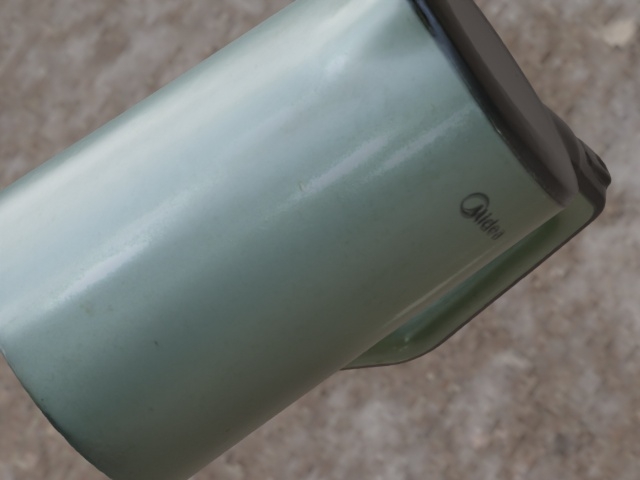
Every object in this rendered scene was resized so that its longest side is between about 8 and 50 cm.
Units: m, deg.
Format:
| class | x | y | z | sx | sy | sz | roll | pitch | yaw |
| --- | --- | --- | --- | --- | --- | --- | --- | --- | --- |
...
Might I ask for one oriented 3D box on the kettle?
| class | x | y | z | sx | sy | sz | roll | pitch | yaw |
| --- | --- | --- | --- | --- | --- | --- | --- | --- | --- |
| kettle | 0.000 | 0.000 | 1.354 | 0.377 | 0.361 | 0.250 | -34 | 49 | 15 |
